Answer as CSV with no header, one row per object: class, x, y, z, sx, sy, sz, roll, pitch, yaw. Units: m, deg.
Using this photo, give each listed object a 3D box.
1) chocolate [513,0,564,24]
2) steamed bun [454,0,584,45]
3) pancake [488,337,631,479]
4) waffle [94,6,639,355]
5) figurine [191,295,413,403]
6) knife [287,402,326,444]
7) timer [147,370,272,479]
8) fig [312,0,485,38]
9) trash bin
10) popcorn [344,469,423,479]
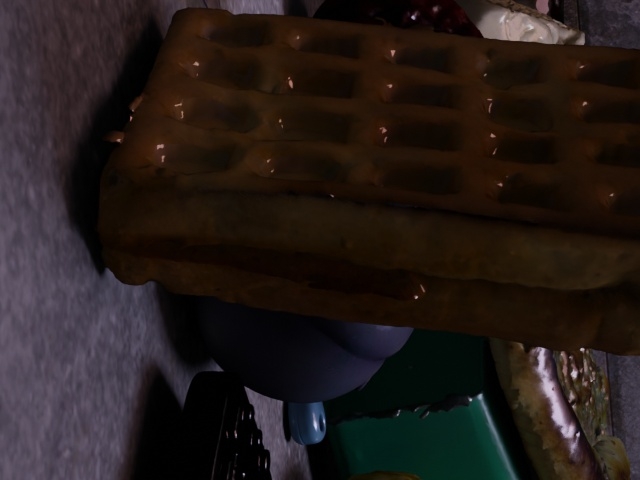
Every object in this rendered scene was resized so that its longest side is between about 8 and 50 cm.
chocolate,0.221,-0.368,1.655,0.383,0.331,0.383,-1,90,-78
steamed bun,0.216,-0.224,1.390,0.289,0.276,0.203,-120,-134,-65
pancake,0.291,0.172,1.176,0.426,0.067,0.305,59,33,-33
waffle,0.050,-0.045,0.613,0.224,0.328,0.098,-81,177,-53
figurine,0.004,0.010,0.767,0.265,0.175,0.197,-24,129,-70
knife,-0.022,0.080,1.026,0.058,0.032,0.244,30,53,-68
timer,-0.069,0.183,0.665,0.187,0.055,0.144,81,13,-51
fig,0.082,-0.189,1.162,0.263,0.224,0.224,-119,-156,-78
trash bin,0.129,0.271,1.202,0.259,0.295,0.381,-76,150,-57
popcorn,0.061,0.325,0.975,0.221,0.184,0.204,-86,167,-52
